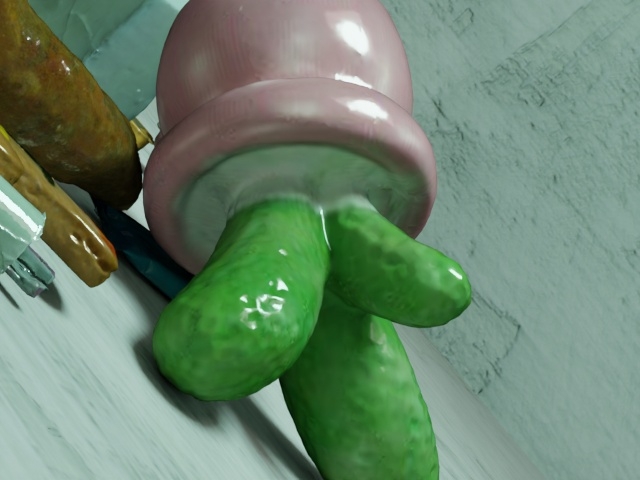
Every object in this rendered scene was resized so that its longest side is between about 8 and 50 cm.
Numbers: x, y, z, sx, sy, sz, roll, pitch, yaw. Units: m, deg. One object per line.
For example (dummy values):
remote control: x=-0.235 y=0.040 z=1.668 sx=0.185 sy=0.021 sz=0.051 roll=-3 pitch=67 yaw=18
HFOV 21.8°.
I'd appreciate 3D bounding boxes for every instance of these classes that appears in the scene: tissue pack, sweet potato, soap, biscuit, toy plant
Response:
tissue pack: x=-0.118 y=0.016 z=1.226 sx=0.138 sy=0.028 sz=0.085 roll=41 pitch=9 yaw=-39
sweet potato: x=-0.201 y=-0.107 z=1.090 sx=0.292 sy=0.097 sz=0.097 roll=54 pitch=1 yaw=-37
soap: x=-0.214 y=-0.224 z=1.370 sx=0.289 sy=0.173 sz=0.095 roll=52 pitch=6 yaw=35
biscuit: x=-0.196 y=-0.070 z=0.890 sx=0.165 sy=0.036 sz=0.250 roll=40 pitch=-7 yaw=41
toy plant: x=-0.004 y=-0.003 z=1.176 sx=0.317 sy=0.210 sz=0.356 roll=45 pitch=26 yaw=-50

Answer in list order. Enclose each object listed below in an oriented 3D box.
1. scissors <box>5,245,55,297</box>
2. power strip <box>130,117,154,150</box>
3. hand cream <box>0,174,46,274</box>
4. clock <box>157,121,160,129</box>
scissors: x=-0.208 y=-0.042 z=0.873 sx=0.187 sy=0.020 sz=0.133 roll=47 pitch=0 yaw=-7
power strip: x=-0.224 y=-0.150 z=1.575 sx=0.178 sy=0.028 sz=0.049 roll=49 pitch=5 yaw=6
hand cream: x=-0.217 y=-0.061 z=0.774 sx=0.205 sy=0.050 sz=0.078 roll=44 pitch=-14 yaw=-17
clock: x=-0.093 y=-0.027 z=1.612 sx=0.229 sy=0.063 sz=0.155 roll=51 pitch=1 yaw=-27
